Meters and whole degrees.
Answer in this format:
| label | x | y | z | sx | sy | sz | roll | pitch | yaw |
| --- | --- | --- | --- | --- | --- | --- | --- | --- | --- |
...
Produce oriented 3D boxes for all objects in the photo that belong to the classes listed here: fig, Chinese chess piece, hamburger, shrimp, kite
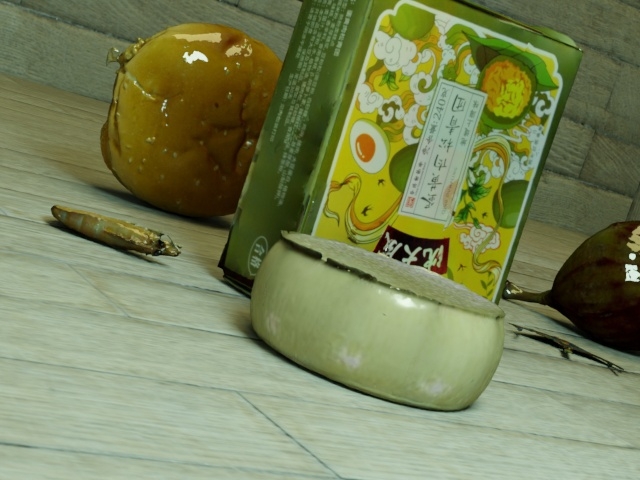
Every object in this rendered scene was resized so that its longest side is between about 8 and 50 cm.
| label | x | y | z | sx | sy | sz | roll | pitch | yaw |
| --- | --- | --- | --- | --- | --- | --- | --- | --- | --- |
| fig | 0.444 | 0.077 | 2.142 | 0.321 | 0.216 | 0.217 | -5 | -11 | 42 |
| Chinese chess piece | 0.060 | 0.079 | 1.363 | 0.270 | 0.112 | 0.270 | 19 | 7 | -2 |
| hamburger | -0.184 | -0.182 | 1.949 | 0.314 | 0.289 | 0.170 | 12 | 7 | -35 |
| shrimp | -0.239 | -0.009 | 1.580 | 0.178 | 0.034 | 0.124 | 15 | 1 | 11 |
| kite | 0.356 | 0.155 | 1.905 | 0.183 | 0.010 | 0.160 | 22 | 4 | 3 |

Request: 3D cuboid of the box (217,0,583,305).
| label | x | y | z | sx | sy | sz | roll | pitch | yaw |
| --- | --- | --- | --- | --- | --- | --- | --- | --- | --- |
| box | 0.107 | -0.105 | 1.614 | 0.373 | 0.420 | 0.138 | 12 | 9 | -41 |
